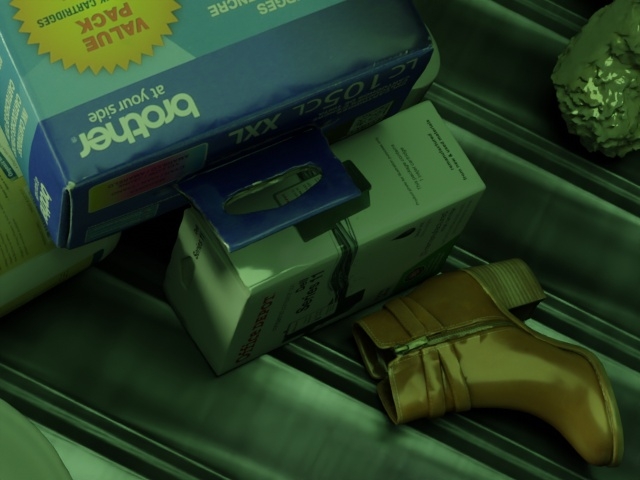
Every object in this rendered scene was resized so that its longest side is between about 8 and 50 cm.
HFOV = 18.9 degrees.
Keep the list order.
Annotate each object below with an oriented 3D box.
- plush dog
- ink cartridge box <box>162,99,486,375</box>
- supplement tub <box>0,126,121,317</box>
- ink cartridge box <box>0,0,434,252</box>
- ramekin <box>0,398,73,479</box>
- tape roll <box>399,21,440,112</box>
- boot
[{"bbox_3d":[0.341,-0.181,1.605,0.225,0.211,0.262,27,58,-30],"label":"plush dog"},{"bbox_3d":[0.000,0.000,1.430,0.208,0.153,0.087,-24,71,-22],"label":"ink cartridge box"},{"bbox_3d":[-0.259,-0.010,1.374,0.200,0.144,0.144,-31,74,-26],"label":"supplement tub"},{"bbox_3d":[-0.106,-0.175,1.306,0.270,0.151,0.395,-23,80,-15],"label":"ink cartridge box"},{"bbox_3d":[-0.294,0.205,1.209,0.273,0.127,0.272,-3,96,-32],"label":"ramekin"},{"bbox_3d":[-0.018,-0.160,1.496,0.219,0.072,0.219,23,31,-15],"label":"tape roll"},{"bbox_3d":[0.125,0.111,1.451,0.152,0.073,0.197,-19,57,-23],"label":"boot"}]
